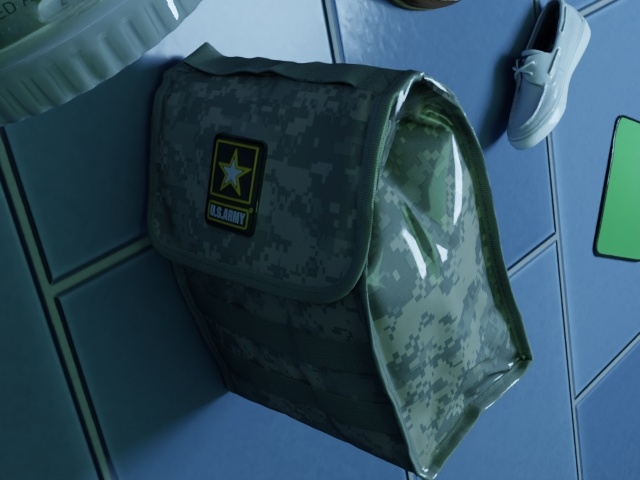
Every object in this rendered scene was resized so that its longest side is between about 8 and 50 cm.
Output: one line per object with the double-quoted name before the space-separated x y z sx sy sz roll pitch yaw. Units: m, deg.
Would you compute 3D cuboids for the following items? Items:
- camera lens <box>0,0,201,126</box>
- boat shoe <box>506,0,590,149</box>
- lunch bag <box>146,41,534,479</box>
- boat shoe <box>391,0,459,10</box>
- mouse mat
"camera lens" -0.192 -0.219 0.470 0.219 0.219 0.274 -52 132 -26
"boat shoe" 0.240 -0.186 1.068 0.063 0.066 0.184 39 72 -30
"lunch bag" 0.000 0.000 0.714 0.169 0.235 0.287 -40 126 -31
"boat shoe" 0.088 -0.248 0.886 0.178 0.060 0.064 4 95 -48
"mouse mat" 0.422 -0.067 1.330 0.153 0.007 0.189 7 92 -48
